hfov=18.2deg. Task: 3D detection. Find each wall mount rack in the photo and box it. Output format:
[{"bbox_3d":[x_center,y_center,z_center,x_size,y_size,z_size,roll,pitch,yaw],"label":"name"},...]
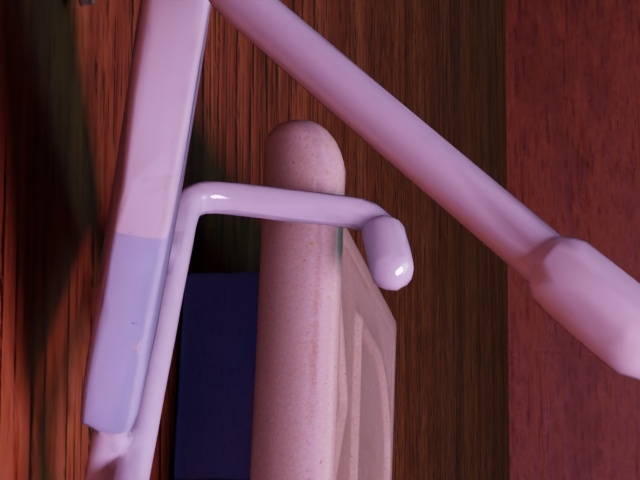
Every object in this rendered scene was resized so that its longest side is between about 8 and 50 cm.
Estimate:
[{"bbox_3d":[0.000,0.000,0.594,0.304,0.130,0.350,-87,-173,-51],"label":"wall mount rack"}]

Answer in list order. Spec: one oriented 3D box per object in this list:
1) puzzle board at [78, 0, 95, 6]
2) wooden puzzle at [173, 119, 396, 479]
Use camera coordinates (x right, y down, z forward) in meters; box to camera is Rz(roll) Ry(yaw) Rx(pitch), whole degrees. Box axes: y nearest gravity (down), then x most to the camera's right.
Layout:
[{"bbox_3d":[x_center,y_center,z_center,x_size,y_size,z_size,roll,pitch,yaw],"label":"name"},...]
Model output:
[{"bbox_3d":[-0.091,-0.162,0.705,0.128,0.011,0.096,79,13,-46],"label":"puzzle board"},{"bbox_3d":[-0.017,0.150,0.913,0.348,0.080,0.322,72,19,-71],"label":"wooden puzzle"}]
